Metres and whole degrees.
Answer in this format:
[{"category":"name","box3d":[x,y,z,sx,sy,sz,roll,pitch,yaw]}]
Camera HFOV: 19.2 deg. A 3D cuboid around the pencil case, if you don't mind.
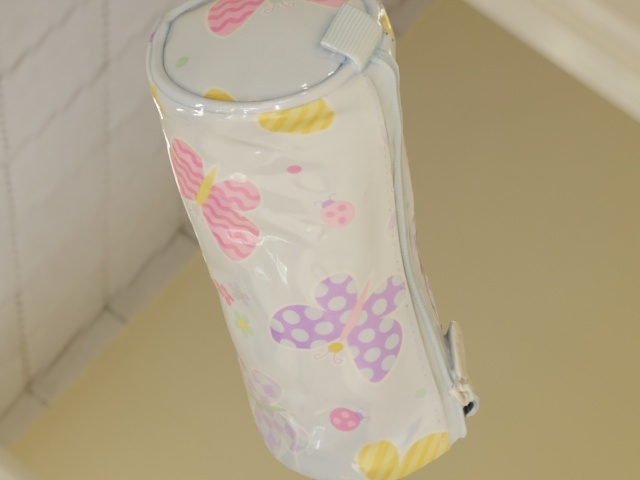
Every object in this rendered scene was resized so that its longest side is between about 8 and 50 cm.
[{"category":"pencil case","box3d":[0.000,0.000,0.933,0.113,0.124,0.273,-45,137,-30]}]
